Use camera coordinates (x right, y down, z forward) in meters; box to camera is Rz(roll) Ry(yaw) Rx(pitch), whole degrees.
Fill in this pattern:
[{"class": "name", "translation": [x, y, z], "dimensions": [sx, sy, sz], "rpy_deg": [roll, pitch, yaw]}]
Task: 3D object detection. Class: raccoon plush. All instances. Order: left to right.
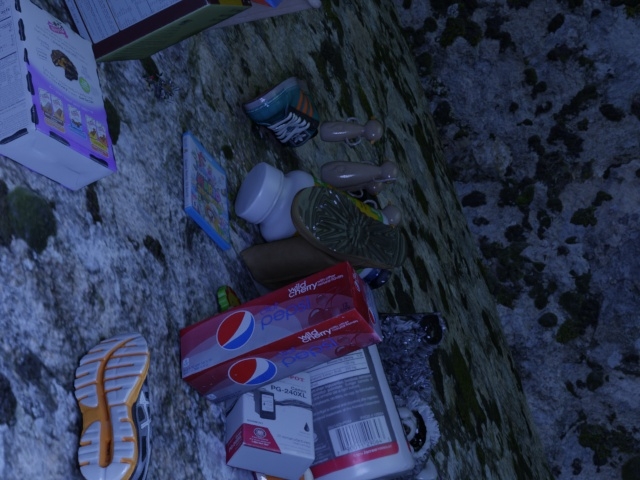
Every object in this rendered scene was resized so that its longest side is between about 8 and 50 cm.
[{"class": "raccoon plush", "translation": [0.130, 0.279, 2.055], "dimensions": [0.446, 0.216, 0.299], "rpy_deg": [8, 79, -79]}]

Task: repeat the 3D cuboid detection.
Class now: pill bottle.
[{"class": "pill bottle", "translation": [-0.017, -0.036, 1.959], "dimensions": [0.245, 0.136, 0.136], "rpy_deg": [27, 36, -24]}, {"class": "pill bottle", "translation": [0.019, 0.227, 1.786], "dimensions": [0.176, 0.176, 0.318], "rpy_deg": [23, 47, -66]}]

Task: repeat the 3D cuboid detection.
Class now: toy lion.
[{"class": "toy lion", "translation": [-0.127, 0.119, 1.734], "dimensions": [0.100, 0.034, 0.096], "rpy_deg": [62, 11, -18]}]

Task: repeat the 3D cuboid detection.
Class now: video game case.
[{"class": "video game case", "translation": [-0.182, -0.079, 1.832], "dimensions": [0.119, 0.015, 0.166], "rpy_deg": [49, 25, -45]}]

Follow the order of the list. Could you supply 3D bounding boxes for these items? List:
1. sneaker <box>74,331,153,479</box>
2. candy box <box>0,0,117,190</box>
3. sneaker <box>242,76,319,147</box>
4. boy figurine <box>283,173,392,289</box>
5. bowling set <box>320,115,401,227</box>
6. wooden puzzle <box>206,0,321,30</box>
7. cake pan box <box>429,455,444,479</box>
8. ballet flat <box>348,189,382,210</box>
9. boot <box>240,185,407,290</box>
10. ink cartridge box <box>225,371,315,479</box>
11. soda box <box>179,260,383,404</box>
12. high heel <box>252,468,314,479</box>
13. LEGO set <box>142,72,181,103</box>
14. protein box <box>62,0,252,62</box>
[{"class": "sneaker", "translation": [-0.225, 0.196, 1.282], "dimensions": [0.083, 0.084, 0.215], "rpy_deg": [69, 15, -46]}, {"class": "candy box", "translation": [-0.336, -0.181, 1.403], "dimensions": [0.165, 0.070, 0.196], "rpy_deg": [33, 39, -61]}, {"class": "sneaker", "translation": [-0.060, -0.243, 2.239], "dimensions": [0.121, 0.108, 0.302], "rpy_deg": [63, 16, -1]}, {"class": "boy figurine", "translation": [0.000, 0.000, 2.096], "dimensions": [0.285, 0.177, 0.092], "rpy_deg": [47, -20, -18]}, {"class": "bowling set", "translation": [0.080, -0.092, 2.296], "dimensions": [0.200, 0.154, 0.287], "rpy_deg": [85, 4, -58]}, {"class": "wooden puzzle", "translation": [-0.200, -0.474, 1.849], "dimensions": [0.080, 0.348, 0.322], "rpy_deg": [-53, 126, -30]}, {"class": "cake pan box", "translation": [0.164, 0.469, 2.112], "dimensions": [0.267, 0.070, 0.246], "rpy_deg": [61, 20, -21]}, {"class": "ballet flat", "translation": [0.103, -0.063, 2.563], "dimensions": [0.058, 0.084, 0.250], "rpy_deg": [46, 21, -47]}, {"class": "boot", "translation": [-0.033, 0.011, 1.795], "dimensions": [0.236, 0.269, 0.089], "rpy_deg": [31, 61, -35]}, {"class": "ink cartridge box", "translation": [-0.071, 0.247, 1.603], "dimensions": [0.109, 0.063, 0.150], "rpy_deg": [16, 43, -20]}, {"class": "soda box", "translation": [-0.056, 0.126, 1.538], "dimensions": [0.092, 0.263, 0.083], "rpy_deg": [50, 23, -46]}, {"class": "high heel", "translation": [-0.034, 0.388, 1.660], "dimensions": [0.244, 0.082, 0.117], "rpy_deg": [49, -24, -4]}, {"class": "LEGO set", "translation": [-0.254, -0.240, 1.813], "dimensions": [0.083, 0.023, 0.054], "rpy_deg": [24, 42, -47]}, {"class": "protein box", "translation": [-0.241, -0.365, 1.688], "dimensions": [0.136, 0.201, 0.200], "rpy_deg": [67, 17, -4]}]
